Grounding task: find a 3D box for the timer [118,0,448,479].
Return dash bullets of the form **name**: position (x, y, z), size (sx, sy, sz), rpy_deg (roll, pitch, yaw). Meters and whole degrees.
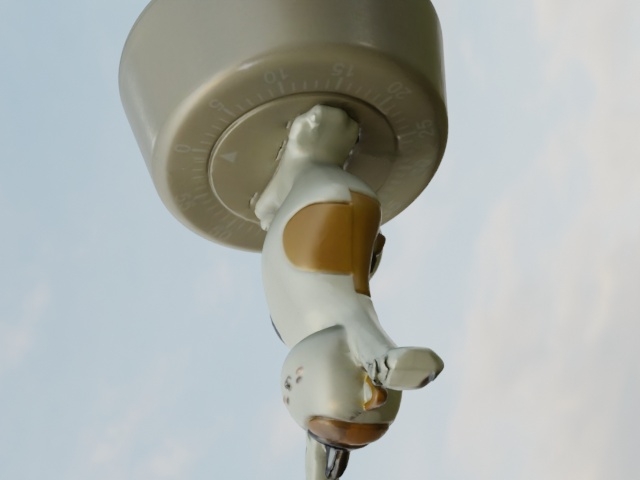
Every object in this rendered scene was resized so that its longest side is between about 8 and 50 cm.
- **timer**: position (0.000, 0.000, 0.917), size (0.175, 0.175, 0.266), rpy_deg (69, -174, -49)
